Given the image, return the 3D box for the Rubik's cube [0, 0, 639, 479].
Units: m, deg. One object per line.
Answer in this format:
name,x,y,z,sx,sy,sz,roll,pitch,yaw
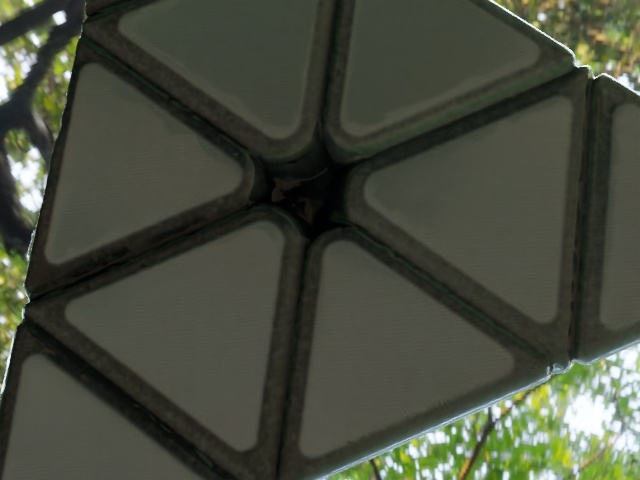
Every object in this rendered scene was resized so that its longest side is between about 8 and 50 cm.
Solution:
Rubik's cube,0.000,0.002,0.492,0.228,0.233,0.229,16,-153,-28
